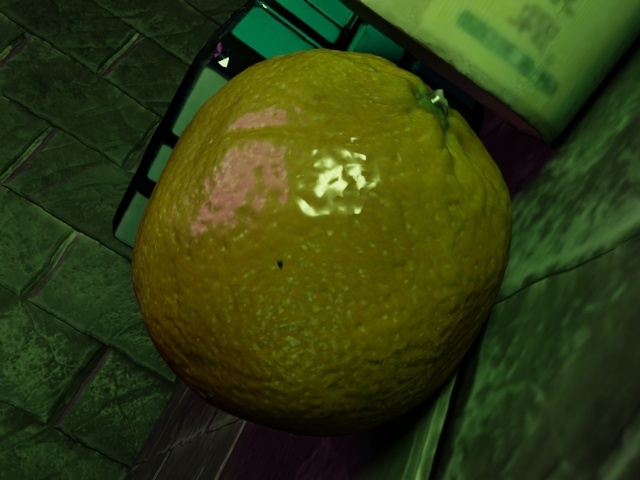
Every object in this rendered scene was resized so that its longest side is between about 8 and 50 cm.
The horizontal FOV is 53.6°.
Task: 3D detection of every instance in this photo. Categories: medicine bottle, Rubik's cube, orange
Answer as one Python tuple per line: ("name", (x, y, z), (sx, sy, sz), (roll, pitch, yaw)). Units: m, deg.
("medicine bottle", (0.194, -0.297, 0.440), (0.406, 0.235, 0.236), (-55, 10, 16))
("Rubik's cube", (-0.020, -0.094, 0.715), (0.293, 0.283, 0.288), (-51, 11, 40))
("orange", (0.000, 0.000, 0.430), (0.264, 0.264, 0.264), (-55, 10, 15))
